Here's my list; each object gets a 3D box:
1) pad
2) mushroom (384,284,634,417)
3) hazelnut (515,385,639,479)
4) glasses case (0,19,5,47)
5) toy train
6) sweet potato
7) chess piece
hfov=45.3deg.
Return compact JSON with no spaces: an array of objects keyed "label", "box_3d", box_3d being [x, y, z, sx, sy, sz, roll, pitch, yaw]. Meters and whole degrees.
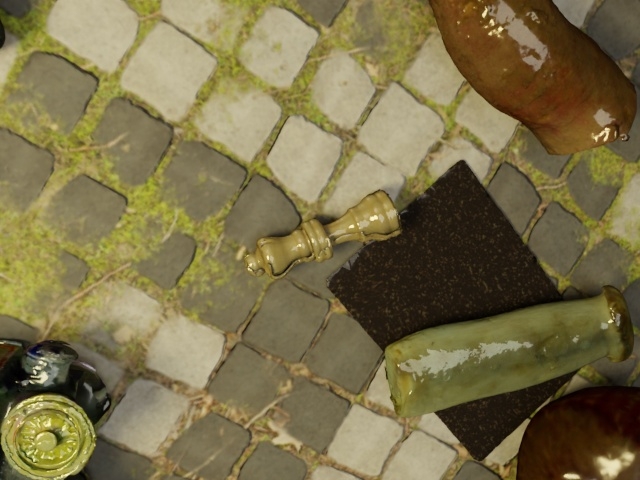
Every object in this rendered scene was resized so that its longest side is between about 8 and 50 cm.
[{"label":"pad","box_3d":[0.181,0.094,0.930,0.220,0.004,0.330,-41,109,-5]},{"label":"mushroom","box_3d":[0.227,0.127,0.908,0.312,0.081,0.099,-12,101,-10]},{"label":"hazelnut","box_3d":[0.341,0.277,0.928,0.218,0.218,0.234,34,109,-20]},{"label":"glasses case","box_3d":[-0.370,-0.311,0.648,0.131,0.074,0.323,-12,104,-13]},{"label":"toy train","box_3d":[-0.308,0.218,0.748,0.178,0.134,0.260,9,98,-9]},{"label":"sweet potato","box_3d":[0.190,-0.217,0.808,0.337,0.131,0.131,36,90,-19]},{"label":"chess piece","box_3d":[0.000,-0.001,0.831,0.172,0.060,0.060,-22,106,-10]}]
